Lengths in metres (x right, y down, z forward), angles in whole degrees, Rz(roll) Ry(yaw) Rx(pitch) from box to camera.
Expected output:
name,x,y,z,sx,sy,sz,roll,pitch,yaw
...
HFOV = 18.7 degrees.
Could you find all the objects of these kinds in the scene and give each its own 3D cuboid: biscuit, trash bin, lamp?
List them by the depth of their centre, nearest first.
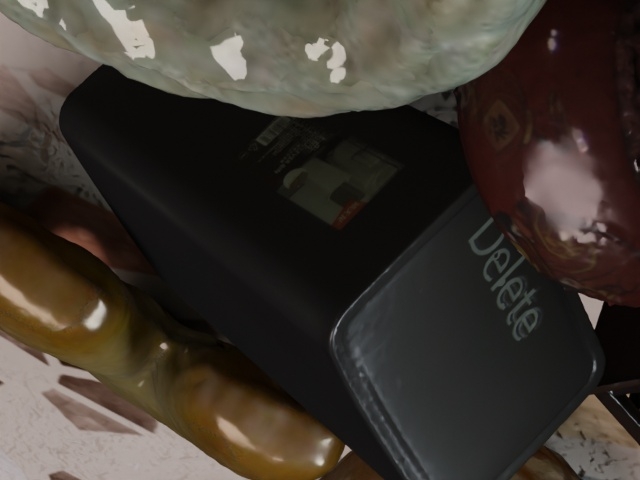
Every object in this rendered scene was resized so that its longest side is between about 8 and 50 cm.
name,x,y,z,sx,sy,sz,roll,pitch,yaw
lamp,0.128,-0.054,0.734,0.135,0.156,0.157,-4,139,43
trash bin,0.000,0.000,0.894,0.225,0.115,0.165,35,163,42
biscuit,-0.121,0.047,1.077,0.237,0.062,0.290,35,173,-20

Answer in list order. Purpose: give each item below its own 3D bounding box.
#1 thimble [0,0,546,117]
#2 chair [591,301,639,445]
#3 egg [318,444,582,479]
name,x,y,z,sx,sy,sz,roll,pitch,yaw
thimble,-0.023,-0.191,0.598,0.291,0.195,0.291,18,151,11
chair,0.160,0.020,0.907,0.101,0.084,0.212,-14,132,42
egg,0.084,0.202,1.139,0.233,0.195,0.195,20,159,-41
